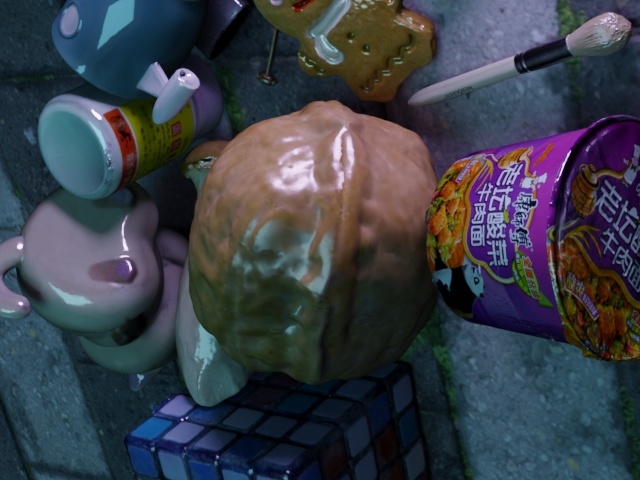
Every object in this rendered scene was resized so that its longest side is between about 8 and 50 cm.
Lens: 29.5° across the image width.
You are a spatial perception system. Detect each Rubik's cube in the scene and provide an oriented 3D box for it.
[{"bbox_3d":[-0.046,0.332,1.650,0.287,0.292,0.293,6,116,37],"label":"Rubik's cube"}]

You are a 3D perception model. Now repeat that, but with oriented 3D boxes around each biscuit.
[{"bbox_3d":[0.014,-0.266,1.395,0.249,0.035,0.184,43,134,-8],"label":"biscuit"}]

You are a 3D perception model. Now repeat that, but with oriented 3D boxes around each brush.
[{"bbox_3d":[0.207,-0.192,1.329,0.299,0.039,0.042,-12,103,45],"label":"brush"}]

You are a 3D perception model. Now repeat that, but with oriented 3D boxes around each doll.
[{"bbox_3d":[-0.281,0.057,1.673,0.226,0.370,0.215,-24,64,11],"label":"doll"}]

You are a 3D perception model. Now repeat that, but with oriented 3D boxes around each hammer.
[{"bbox_3d":[-0.058,-0.249,1.517,0.029,0.014,0.123,24,125,15],"label":"hammer"}]

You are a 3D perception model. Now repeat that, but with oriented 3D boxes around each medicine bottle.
[{"bbox_3d":[-0.241,-0.153,1.566,0.139,0.225,0.139,18,125,29],"label":"medicine bottle"}]

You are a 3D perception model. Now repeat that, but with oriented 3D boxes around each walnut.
[{"bbox_3d":[0.001,-0.003,1.411,0.306,0.306,0.344,35,137,18],"label":"walnut"}]

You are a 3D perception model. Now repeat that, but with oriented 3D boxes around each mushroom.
[{"bbox_3d":[-0.130,0.042,1.608,0.128,0.128,0.350,-2,88,39],"label":"mushroom"}]

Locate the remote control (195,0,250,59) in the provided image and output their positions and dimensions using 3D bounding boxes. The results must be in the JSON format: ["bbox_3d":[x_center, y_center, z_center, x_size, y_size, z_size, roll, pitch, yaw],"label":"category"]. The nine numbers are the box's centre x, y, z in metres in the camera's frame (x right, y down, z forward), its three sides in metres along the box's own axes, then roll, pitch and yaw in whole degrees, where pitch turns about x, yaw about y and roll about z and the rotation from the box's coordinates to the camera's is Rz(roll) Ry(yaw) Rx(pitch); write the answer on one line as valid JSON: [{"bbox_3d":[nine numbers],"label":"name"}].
[{"bbox_3d":[-0.239,-0.397,1.551,0.377,0.044,0.107,47,139,7],"label":"remote control"}]

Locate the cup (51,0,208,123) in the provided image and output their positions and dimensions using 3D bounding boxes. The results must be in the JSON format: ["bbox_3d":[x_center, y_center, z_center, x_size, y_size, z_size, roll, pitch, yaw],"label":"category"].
[{"bbox_3d":[-0.211,-0.283,1.455,0.173,0.167,0.299,-48,56,37],"label":"cup"}]

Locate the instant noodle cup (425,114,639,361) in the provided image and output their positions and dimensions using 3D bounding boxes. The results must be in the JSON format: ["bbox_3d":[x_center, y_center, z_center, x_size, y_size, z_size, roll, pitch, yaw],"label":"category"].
[{"bbox_3d":[0.243,-0.001,1.278,0.190,0.251,0.251,0,115,48],"label":"instant noodle cup"}]
